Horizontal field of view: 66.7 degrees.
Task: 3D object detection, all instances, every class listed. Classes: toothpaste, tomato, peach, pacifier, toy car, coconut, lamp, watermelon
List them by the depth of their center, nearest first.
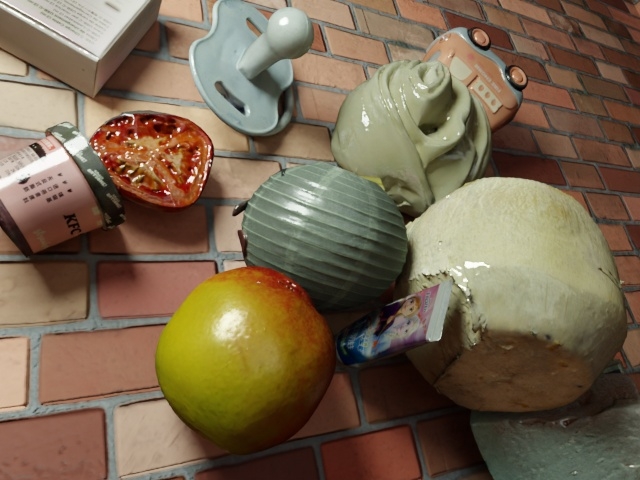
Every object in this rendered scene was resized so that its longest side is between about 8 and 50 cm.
[{"bbox_3d":[-0.094,0.150,0.635,0.230,0.231,0.231,13,60,-24],"label":"peach"},{"bbox_3d":[0.090,0.135,0.707,0.061,0.266,0.096,34,53,-13],"label":"toothpaste"},{"bbox_3d":[-0.263,-0.120,0.752,0.174,0.082,0.167,22,61,-24],"label":"tomato"},{"bbox_3d":[0.000,0.000,0.754,0.265,0.233,0.233,20,57,-23],"label":"lamp"},{"bbox_3d":[0.288,0.073,0.800,0.346,0.346,0.361,30,46,-13],"label":"coconut"},{"bbox_3d":[0.441,0.319,0.818,0.386,0.258,0.229,1,62,-25],"label":"watermelon"},{"bbox_3d":[-0.096,-0.321,0.870,0.238,0.225,0.287,40,51,-29],"label":"pacifier"},{"bbox_3d":[0.337,-0.353,1.167,0.270,0.180,0.212,45,62,-3],"label":"toy car"}]

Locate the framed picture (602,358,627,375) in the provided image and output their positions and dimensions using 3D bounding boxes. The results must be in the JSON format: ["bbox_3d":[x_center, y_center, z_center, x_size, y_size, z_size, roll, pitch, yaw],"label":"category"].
[{"bbox_3d":[0.631,0.395,1.040,0.188,0.023,0.260,-3,68,-28],"label":"framed picture"}]

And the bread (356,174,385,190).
[{"bbox_3d":[0.058,-0.085,0.910,0.090,0.094,0.035,-2,65,-31],"label":"bread"}]

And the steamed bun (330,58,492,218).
[{"bbox_3d":[0.208,-0.216,0.968,0.324,0.219,0.310,45,63,0],"label":"steamed bun"}]

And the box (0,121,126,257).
[{"bbox_3d":[-0.354,-0.061,0.633,0.135,0.151,0.151,-33,84,-30],"label":"box"}]

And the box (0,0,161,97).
[{"bbox_3d":[-0.403,-0.392,0.798,0.203,0.106,0.252,28,54,-16],"label":"box"}]
